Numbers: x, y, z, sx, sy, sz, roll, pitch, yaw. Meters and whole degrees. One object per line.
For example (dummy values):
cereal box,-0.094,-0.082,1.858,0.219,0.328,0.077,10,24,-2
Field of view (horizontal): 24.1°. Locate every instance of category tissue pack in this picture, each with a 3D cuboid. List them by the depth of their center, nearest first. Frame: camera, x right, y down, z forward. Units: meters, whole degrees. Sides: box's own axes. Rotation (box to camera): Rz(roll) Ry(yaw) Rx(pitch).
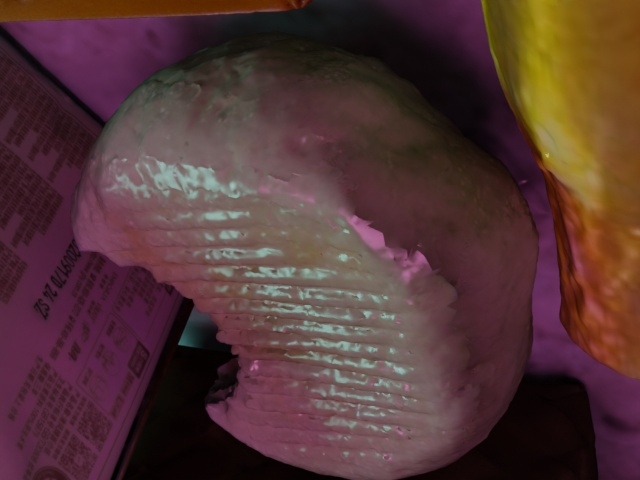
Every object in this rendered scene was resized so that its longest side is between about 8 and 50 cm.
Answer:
tissue pack,-0.168,0.038,0.669,0.124,0.225,0.185,-26,120,34

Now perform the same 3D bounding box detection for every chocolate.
chocolate,0.111,-0.124,0.509,0.162,0.162,0.445,4,137,13

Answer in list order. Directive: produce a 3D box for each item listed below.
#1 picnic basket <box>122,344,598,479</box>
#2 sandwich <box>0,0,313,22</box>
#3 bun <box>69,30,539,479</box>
picnic basket,0.007,0.224,0.736,0.291,0.321,0.254,5,129,9
sandwich,-0.079,-0.112,0.605,0.163,0.079,0.113,-32,116,35
bun,0.000,0.000,0.645,0.204,0.126,0.212,19,140,19
